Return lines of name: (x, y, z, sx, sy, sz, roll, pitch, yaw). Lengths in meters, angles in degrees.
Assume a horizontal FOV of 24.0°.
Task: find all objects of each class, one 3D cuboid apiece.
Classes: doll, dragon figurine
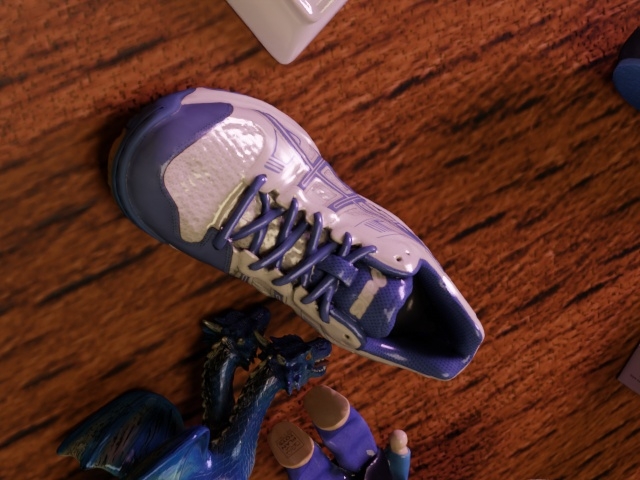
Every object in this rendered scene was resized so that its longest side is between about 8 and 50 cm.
doll: (0.018, 0.188, 1.139, 0.129, 0.046, 0.189, -45, 139, -11)
dragon figurine: (-0.113, 0.155, 0.990, 0.289, 0.085, 0.144, -31, 127, -27)

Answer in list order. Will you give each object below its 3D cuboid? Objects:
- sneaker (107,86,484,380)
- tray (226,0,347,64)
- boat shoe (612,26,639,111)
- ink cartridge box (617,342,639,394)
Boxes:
sneaker: (0.000, 0.000, 0.964, 0.296, 0.131, 0.112, 28, 97, -42)
tray: (0.036, -0.244, 0.924, 0.270, 0.030, 0.145, -49, 132, -5)
boat shoe: (0.299, -0.124, 1.163, 0.258, 0.109, 0.089, 22, 92, -59)
ink cartridge box: (0.363, 0.082, 1.328, 0.127, 0.072, 0.175, 28, 95, -42)
